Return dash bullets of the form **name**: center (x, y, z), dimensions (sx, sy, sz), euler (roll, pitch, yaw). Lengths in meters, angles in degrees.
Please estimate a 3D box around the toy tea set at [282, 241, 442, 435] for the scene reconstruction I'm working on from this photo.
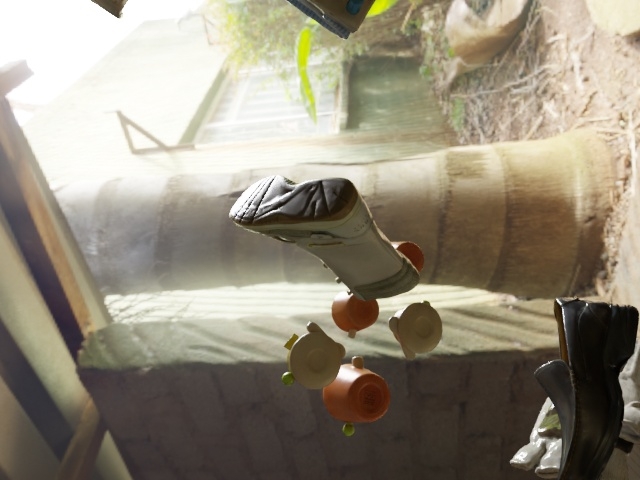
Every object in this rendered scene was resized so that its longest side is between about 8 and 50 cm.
- **toy tea set**: center (0.081, 0.154, 0.944), dimensions (0.200, 0.336, 0.124), euler (48, 157, -8)

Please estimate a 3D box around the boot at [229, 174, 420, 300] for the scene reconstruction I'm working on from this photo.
- **boot**: center (0.000, 0.000, 0.657), dimensions (0.165, 0.213, 0.077), euler (45, -116, -35)

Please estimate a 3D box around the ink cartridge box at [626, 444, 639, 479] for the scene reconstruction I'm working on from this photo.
- **ink cartridge box**: center (0.385, 0.359, 0.631), dimensions (0.304, 0.072, 0.307), euler (47, -135, -13)

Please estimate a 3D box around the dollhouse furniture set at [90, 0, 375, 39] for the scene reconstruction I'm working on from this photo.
- **dollhouse furniture set**: center (-0.059, -0.252, 0.455), dimensions (0.287, 0.303, 0.198), euler (-60, 8, -1)

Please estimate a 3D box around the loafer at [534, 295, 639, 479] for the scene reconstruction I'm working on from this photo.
- **loafer**: center (0.191, 0.113, 0.415), dimensions (0.170, 0.061, 0.062), euler (-55, -28, -38)

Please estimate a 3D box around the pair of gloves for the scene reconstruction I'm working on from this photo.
- **pair of gloves**: center (0.295, 0.134, 0.455), dimensions (0.204, 0.240, 0.042), euler (-39, -77, -37)
